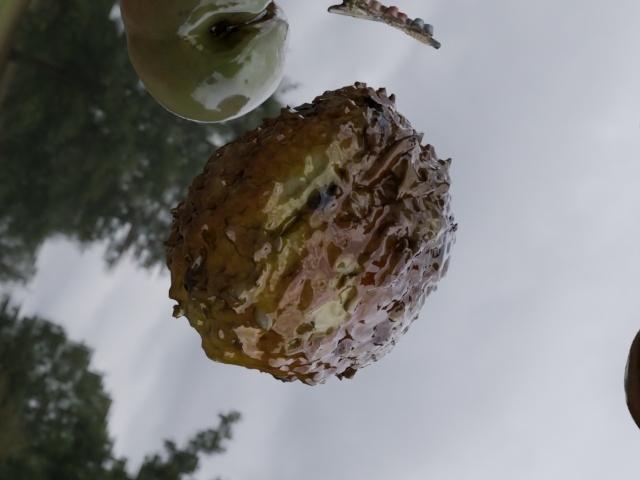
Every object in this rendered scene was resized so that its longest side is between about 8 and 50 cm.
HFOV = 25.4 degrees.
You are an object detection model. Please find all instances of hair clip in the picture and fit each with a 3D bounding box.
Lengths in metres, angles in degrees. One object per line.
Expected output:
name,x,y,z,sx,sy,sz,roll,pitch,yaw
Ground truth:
hair clip,0.111,-0.382,2.407,0.062,0.213,0.056,175,-69,-74

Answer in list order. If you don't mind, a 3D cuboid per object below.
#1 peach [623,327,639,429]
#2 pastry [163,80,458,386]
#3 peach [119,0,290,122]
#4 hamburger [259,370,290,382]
peach,0.453,0.149,1.534,0.252,0.252,0.252,-59,-165,27
pastry,0.006,-0.011,1.655,0.337,0.292,0.405,-45,158,12
peach,-0.177,-0.322,2.112,0.247,0.292,0.292,-35,-172,-13
hamburger,-0.014,0.125,2.283,0.231,0.107,0.231,-45,-168,13
